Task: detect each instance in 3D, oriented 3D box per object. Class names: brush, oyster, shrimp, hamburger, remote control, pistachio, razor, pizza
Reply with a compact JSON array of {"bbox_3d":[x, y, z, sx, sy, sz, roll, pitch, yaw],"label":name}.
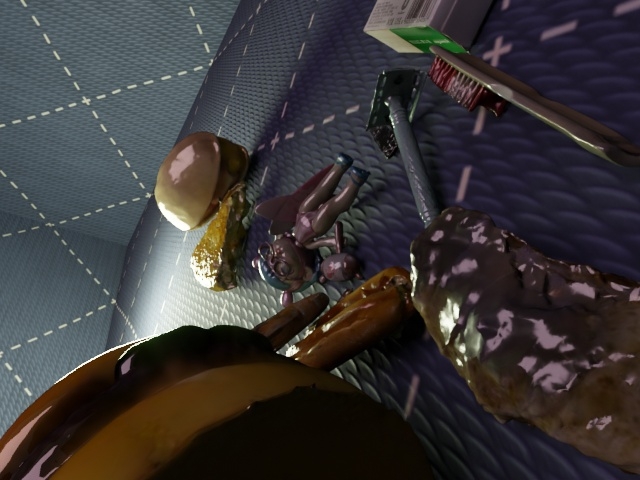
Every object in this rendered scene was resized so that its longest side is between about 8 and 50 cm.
[{"bbox_3d":[0.197,-0.143,0.497,0.320,0.060,0.050,-113,36,-53],"label":"brush"},{"bbox_3d":[0.153,0.056,0.385,0.166,0.111,0.341,-60,28,18],"label":"oyster"},{"bbox_3d":[-0.074,0.139,0.672,0.046,0.219,0.152,52,126,10],"label":"shrimp"},{"bbox_3d":[-0.100,0.266,0.427,0.278,0.396,0.394,2,75,52],"label":"hamburger"},{"bbox_3d":[0.101,-0.161,0.731,0.039,0.014,0.096,-55,32,28],"label":"remote control"},{"bbox_3d":[-0.332,-0.163,1.323,0.309,0.230,0.229,-41,38,27],"label":"pistachio"},{"bbox_3d":[0.116,-0.102,0.599,0.106,0.068,0.231,97,165,-60],"label":"razor"},{"bbox_3d":[-0.232,-0.010,1.197,0.280,0.075,0.287,33,100,58],"label":"pizza"}]

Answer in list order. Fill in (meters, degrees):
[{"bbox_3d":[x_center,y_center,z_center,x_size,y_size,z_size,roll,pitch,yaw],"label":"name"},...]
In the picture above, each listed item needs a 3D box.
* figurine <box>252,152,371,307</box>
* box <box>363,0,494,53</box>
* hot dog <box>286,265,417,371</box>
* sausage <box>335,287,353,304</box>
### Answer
[{"bbox_3d":[0.003,-0.005,0.746,0.205,0.103,0.260,44,116,21],"label":"figurine"},{"bbox_3d":[0.159,-0.347,0.675,0.135,0.081,0.199,-64,29,12],"label":"box"},{"bbox_3d":[0.037,0.114,0.594,0.100,0.068,0.249,-43,-2,-41],"label":"hot dog"},{"bbox_3d":[0.022,0.108,0.700,0.100,0.015,0.015,-59,29,22],"label":"sausage"}]
